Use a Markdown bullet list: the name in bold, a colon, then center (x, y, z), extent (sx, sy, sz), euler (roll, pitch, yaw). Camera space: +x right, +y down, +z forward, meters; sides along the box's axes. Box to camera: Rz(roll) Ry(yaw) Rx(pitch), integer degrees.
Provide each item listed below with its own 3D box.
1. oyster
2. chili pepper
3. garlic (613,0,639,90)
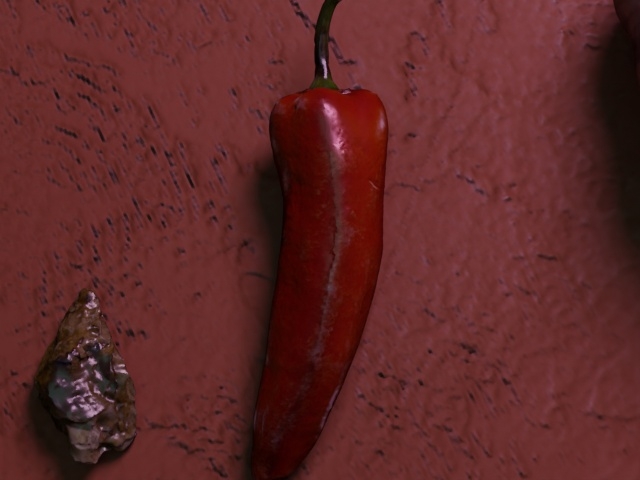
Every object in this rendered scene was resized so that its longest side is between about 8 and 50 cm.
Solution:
- **oyster**: center (-0.131, 0.074, 1.023), extent (0.051, 0.034, 0.093), euler (-24, 75, -4)
- **chili pepper**: center (0.000, 0.000, 1.001), extent (0.063, 0.071, 0.272), euler (7, 87, -31)
- **garlic**: center (0.275, -0.120, 0.889), extent (0.245, 0.253, 0.245), euler (0, 82, -1)
